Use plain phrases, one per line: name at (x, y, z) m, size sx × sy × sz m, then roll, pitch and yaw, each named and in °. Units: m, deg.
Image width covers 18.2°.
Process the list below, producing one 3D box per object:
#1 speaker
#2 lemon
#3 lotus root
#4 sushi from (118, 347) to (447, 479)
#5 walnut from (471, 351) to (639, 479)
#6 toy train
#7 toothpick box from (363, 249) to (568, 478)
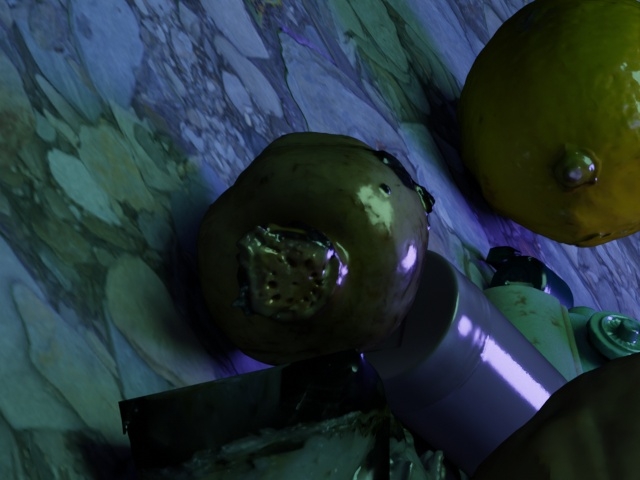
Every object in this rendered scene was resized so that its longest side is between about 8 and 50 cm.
speaker at (0.191, 0.038, 1.850) m, size 0.075 × 0.060 × 0.094 m, roll 37°, pitch 28°, yaw -49°
lemon at (0.263, -0.125, 1.996) m, size 0.260 × 0.260 × 0.284 m, roll 56°, pitch -1°, yaw -7°
lotus root at (0.000, 0.000, 1.291) m, size 0.140 × 0.154 × 0.257 m, roll 48°, pitch 17°, yaw -11°
sushi at (-0.004, 0.158, 1.127) m, size 0.273 × 0.134 × 0.109 m, roll 52°, pitch 27°, yaw -65°
walnut at (0.230, 0.238, 1.226) m, size 0.383 × 0.383 × 0.383 m, roll 49°, pitch 21°, yaw -26°
toy train at (0.193, 0.147, 1.606) m, size 0.177 × 0.116 × 0.285 m, roll 15°, pitch 36°, yaw -15°
toothpick box at (0.098, 0.094, 1.454) m, size 0.180 × 0.111 × 0.111 m, roll 42°, pitch 25°, yaw -41°
